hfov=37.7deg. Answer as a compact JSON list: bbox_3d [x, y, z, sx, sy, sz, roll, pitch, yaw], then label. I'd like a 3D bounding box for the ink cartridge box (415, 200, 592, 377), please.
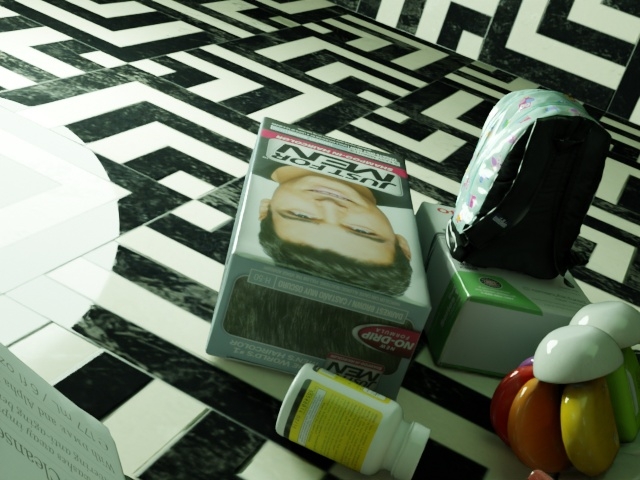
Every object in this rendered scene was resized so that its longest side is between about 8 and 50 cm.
[{"bbox_3d":[0.190,0.054,1.035,0.160,0.093,0.219,12,26,-14],"label":"ink cartridge box"}]

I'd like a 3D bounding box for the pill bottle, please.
[{"bbox_3d":[0.028,0.151,0.761,0.116,0.065,0.065,23,25,11],"label":"pill bottle"}]

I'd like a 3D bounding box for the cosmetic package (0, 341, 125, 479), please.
[{"bbox_3d":[-0.154,0.188,0.338,0.217,0.156,0.385,56,-2,-41],"label":"cosmetic package"}]

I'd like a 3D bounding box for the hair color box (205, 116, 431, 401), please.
[{"bbox_3d":[0.000,0.000,0.995,0.185,0.114,0.374,15,26,-6],"label":"hair color box"}]

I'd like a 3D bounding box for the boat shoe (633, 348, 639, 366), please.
[{"bbox_3d":[0.425,0.182,0.899,0.335,0.119,0.121,30,27,24],"label":"boat shoe"}]

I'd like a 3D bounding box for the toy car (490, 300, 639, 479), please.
[{"bbox_3d":[0.227,0.148,0.843,0.136,0.159,0.182,-10,6,36],"label":"toy car"}]

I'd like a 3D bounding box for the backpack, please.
[{"bbox_3d":[0.213,-0.062,0.959,0.151,0.182,0.115,7,28,-20],"label":"backpack"}]

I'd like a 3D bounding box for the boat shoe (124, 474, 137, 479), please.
[{"bbox_3d":[-0.027,0.223,0.497,0.355,0.130,0.132,33,28,29],"label":"boat shoe"}]

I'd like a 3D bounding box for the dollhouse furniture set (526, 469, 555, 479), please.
[{"bbox_3d":[0.265,0.243,0.627,0.374,0.152,0.201,23,25,11],"label":"dollhouse furniture set"}]
